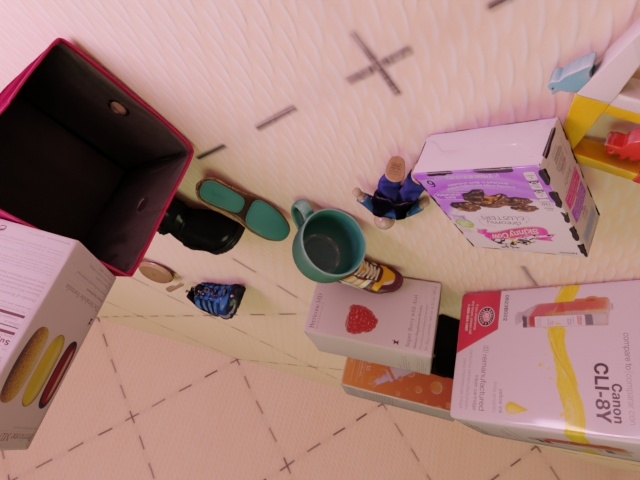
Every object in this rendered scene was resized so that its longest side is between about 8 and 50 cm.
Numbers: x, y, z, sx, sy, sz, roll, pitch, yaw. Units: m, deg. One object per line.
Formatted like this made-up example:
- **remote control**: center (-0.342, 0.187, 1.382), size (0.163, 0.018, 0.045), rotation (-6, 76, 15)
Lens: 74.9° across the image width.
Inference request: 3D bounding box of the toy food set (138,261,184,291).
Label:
- **toy food set**: center (-0.560, 0.103, 1.423), size (0.132, 0.039, 0.192), rotation (-21, 130, 41)

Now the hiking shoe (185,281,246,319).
- **hiking shoe**: center (-0.352, 0.192, 1.376), size (0.132, 0.113, 0.304), rotation (29, 151, -25)

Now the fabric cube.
- **fabric cube**: center (-0.417, -0.106, 0.678), size (0.258, 0.259, 0.254), rotation (-4, 148, 39)

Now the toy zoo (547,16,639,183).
- **toy zoo**: center (0.368, -0.114, 0.396), size (0.292, 0.030, 0.192), rotation (23, 160, 14)

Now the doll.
- **doll**: center (0.115, -0.068, 0.671), size (0.128, 0.046, 0.189), rotation (6, 160, 1)

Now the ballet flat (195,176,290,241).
- **ballet flat**: center (-0.153, -0.065, 0.835), size (0.206, 0.073, 0.067), rotation (33, 177, -24)

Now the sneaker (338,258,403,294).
- **sneaker**: center (0.092, 0.071, 0.928), size (0.185, 0.070, 0.084), rotation (9, 158, 14)

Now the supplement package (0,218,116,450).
- **supplement package**: center (-0.396, 0.116, 0.525), size (0.133, 0.244, 0.139), rotation (15, 155, 2)

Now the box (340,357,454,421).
- **box**: center (0.259, 0.399, 1.300), size (0.344, 0.215, 0.168), rotation (9, 152, 15)

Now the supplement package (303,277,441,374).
- **supplement package**: center (0.133, 0.193, 1.019), size (0.292, 0.178, 0.175), rotation (7, 153, 18)

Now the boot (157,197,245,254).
- **boot**: center (-0.303, -0.053, 0.892), size (0.246, 0.094, 0.207), rotation (-2, 152, 45)

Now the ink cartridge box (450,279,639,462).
- **ink cartridge box**: center (0.472, 0.240, 0.800), size (0.384, 0.280, 0.160), rotation (-14, 140, 45)

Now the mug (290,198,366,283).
- **mug**: center (0.009, 0.004, 0.806), size (0.129, 0.158, 0.097), rotation (-1, 162, -19)

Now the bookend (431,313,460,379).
- **bookend**: center (0.317, 0.302, 1.147), size (0.072, 0.157, 0.157), rotation (19, 155, -6)

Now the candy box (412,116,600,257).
- **candy box**: center (0.246, -0.060, 0.549), size (0.164, 0.070, 0.196), rotation (6, 154, 49)
